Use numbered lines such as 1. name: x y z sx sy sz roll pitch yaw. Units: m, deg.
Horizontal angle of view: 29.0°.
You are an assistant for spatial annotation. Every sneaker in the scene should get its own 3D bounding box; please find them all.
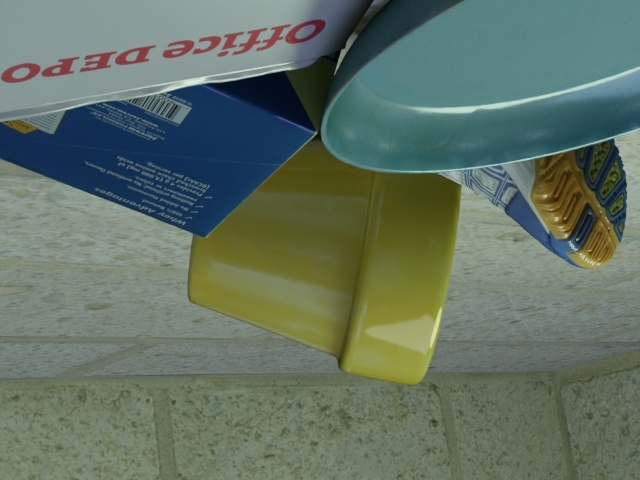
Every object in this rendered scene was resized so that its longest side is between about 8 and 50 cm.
1. sneaker: 0.144 -0.088 1.039 0.131 0.112 0.296 -5 135 50

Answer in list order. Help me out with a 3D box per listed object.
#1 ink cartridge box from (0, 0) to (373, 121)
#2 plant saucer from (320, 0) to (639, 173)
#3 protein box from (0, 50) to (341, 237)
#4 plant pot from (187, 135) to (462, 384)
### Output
1. ink cartridge box: -0.050 -0.188 0.451 0.223 0.129 0.307 -14 159 -30
2. plant saucer: 0.149 -0.111 0.641 0.317 0.044 0.317 -14 166 -4
3. protein box: -0.110 -0.121 0.729 0.199 0.136 0.201 22 157 -15
4. plant pot: 0.000 0.000 1.220 0.239 0.254 0.254 9 165 0
